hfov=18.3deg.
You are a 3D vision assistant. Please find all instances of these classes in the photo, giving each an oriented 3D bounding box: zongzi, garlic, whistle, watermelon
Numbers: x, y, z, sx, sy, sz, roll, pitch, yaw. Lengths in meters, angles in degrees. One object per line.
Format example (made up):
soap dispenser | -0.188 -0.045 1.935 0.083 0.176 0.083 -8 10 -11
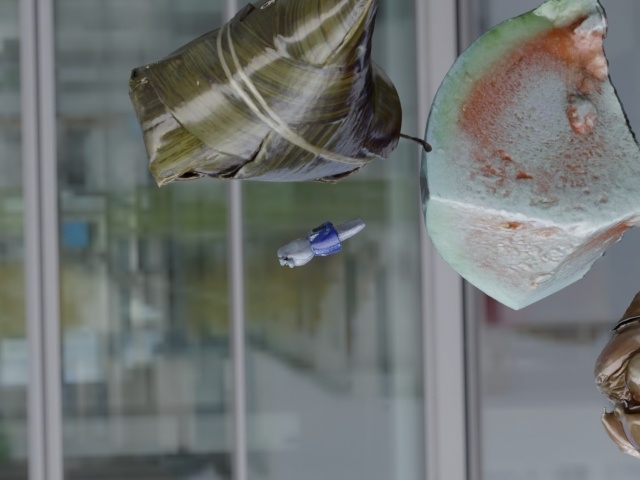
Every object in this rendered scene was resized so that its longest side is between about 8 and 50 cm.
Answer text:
zongzi | 0.028 -0.119 1.379 0.241 0.111 0.247 -27 164 38
garlic | 0.394 0.141 2.084 0.191 0.214 0.160 7 -166 -34
whistle | 0.000 0.000 1.761 0.083 0.029 0.033 -24 -145 -8
watermelon | 0.205 -0.072 1.825 0.213 0.320 0.289 20 -162 34
